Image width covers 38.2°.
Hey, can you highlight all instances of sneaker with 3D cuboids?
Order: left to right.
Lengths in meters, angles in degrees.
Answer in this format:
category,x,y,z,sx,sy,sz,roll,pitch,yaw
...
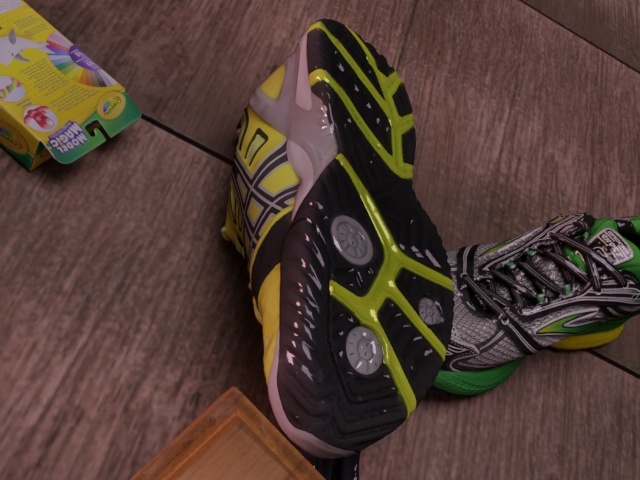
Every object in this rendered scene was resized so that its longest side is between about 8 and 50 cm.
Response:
category,x,y,z,sx,sy,sz,roll,pitch,yaw
sneaker,0.000,0.000,0.716,0.145,0.147,0.384,31,40,-28
sneaker,0.188,0.032,0.809,0.344,0.146,0.134,-12,64,-36

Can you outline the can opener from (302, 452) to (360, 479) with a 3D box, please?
category,x,y,z,sx,sy,sz,roll,pitch,yaw
can opener,0.009,0.163,0.663,0.059,0.073,0.186,22,58,-18

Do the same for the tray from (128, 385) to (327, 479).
category,x,y,z,sx,sy,sz,roll,pitch,yaw
tray,-0.117,0.277,0.461,0.203,0.076,0.411,45,50,7

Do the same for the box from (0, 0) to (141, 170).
category,x,y,z,sx,sy,sz,roll,pitch,yaw
box,-0.242,-0.132,0.747,0.179,0.043,0.105,40,45,5
